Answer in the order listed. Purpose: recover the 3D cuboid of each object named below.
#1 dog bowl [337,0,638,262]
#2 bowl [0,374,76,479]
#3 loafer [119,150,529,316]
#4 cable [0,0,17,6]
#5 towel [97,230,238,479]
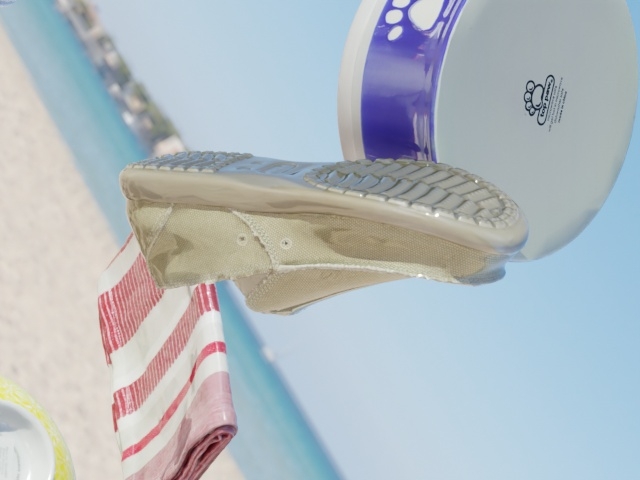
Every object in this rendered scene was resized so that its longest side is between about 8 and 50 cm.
[{"bbox_3d":[0.141,-0.117,1.277,0.104,0.265,0.265,13,-38,45],"label":"dog bowl"},{"bbox_3d":[-0.347,0.234,1.547,0.156,0.289,0.289,-34,-94,43],"label":"bowl"},{"bbox_3d":[0.000,0.000,0.959,0.102,0.268,0.092,-26,119,-56],"label":"loafer"},{"bbox_3d":[-0.440,-0.383,1.836,0.257,0.089,0.257,66,20,-8],"label":"cable"},{"bbox_3d":[-0.164,0.107,1.607,0.237,0.037,0.329,-52,-141,43],"label":"towel"}]
